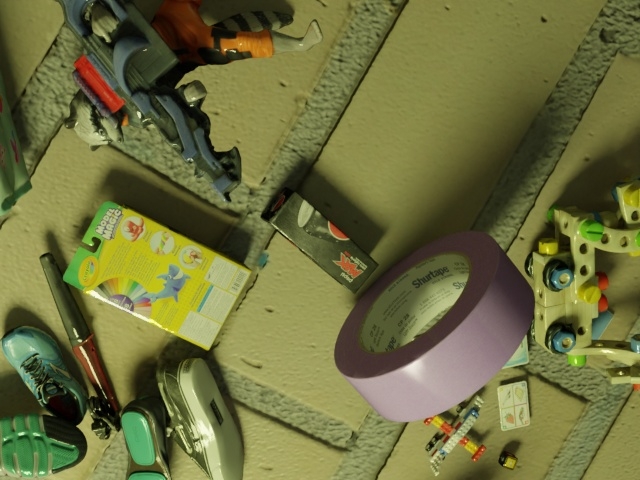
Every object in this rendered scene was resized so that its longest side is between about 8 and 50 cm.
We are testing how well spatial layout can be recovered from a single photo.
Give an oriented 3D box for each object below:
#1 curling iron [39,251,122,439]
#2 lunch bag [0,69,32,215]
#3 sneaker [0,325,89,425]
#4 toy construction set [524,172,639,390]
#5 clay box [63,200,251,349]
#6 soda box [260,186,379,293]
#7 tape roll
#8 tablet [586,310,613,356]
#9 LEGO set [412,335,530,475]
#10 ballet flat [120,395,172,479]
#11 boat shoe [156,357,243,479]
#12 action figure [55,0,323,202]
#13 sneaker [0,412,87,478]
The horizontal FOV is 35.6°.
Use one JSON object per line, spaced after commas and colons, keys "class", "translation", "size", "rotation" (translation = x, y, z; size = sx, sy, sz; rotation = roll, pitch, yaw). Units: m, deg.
{"class": "curling iron", "translation": [-0.316, 0.143, 1.329], "size": [0.035, 0.068, 0.274], "rotation": [-15, 104, -3]}
{"class": "lunch bag", "translation": [-0.504, -0.125, 1.170], "size": [0.262, 0.160, 0.224], "rotation": [-8, 108, 1]}
{"class": "sneaker", "translation": [-0.359, 0.180, 1.316], "size": [0.063, 0.073, 0.162], "rotation": [-38, 109, -6]}
{"class": "toy construction set", "translation": [0.427, 0.072, 1.507], "size": [0.215, 0.151, 0.328], "rotation": [-10, 93, -15]}
{"class": "clay box", "translation": [-0.220, 0.043, 1.343], "size": [0.222, 0.053, 0.127], "rotation": [28, 92, -19]}
{"class": "soda box", "translation": [0.000, 0.000, 1.401], "size": [0.169, 0.053, 0.060], "rotation": [40, 88, -20]}
{"class": "tape roll", "translation": [0.151, 0.113, 1.352], "size": [0.275, 0.275, 0.090], "rotation": [-44, 110, -5]}
{"class": "tablet", "translation": [0.426, 0.140, 1.585], "size": [0.054, 0.006, 0.083], "rotation": [33, 89, -20]}
{"class": "LEGO set", "translation": [0.244, 0.252, 1.527], "size": [0.182, 0.060, 0.244], "rotation": [-10, 104, -11]}
{"class": "ballet flat", "translation": [-0.233, 0.303, 1.377], "size": [0.074, 0.074, 0.203], "rotation": [-8, 112, -15]}
{"class": "boat shoe", "translation": [-0.168, 0.263, 1.399], "size": [0.070, 0.078, 0.219], "rotation": [-10, 109, 22]}
{"class": "action figure", "translation": [-0.161, -0.203, 1.253], "size": [0.330, 0.178, 0.341], "rotation": [-31, 83, -4]}
{"class": "sneaker", "translation": [-0.420, 0.274, 1.309], "size": [0.223, 0.098, 0.083], "rotation": [-1, 76, -13]}
